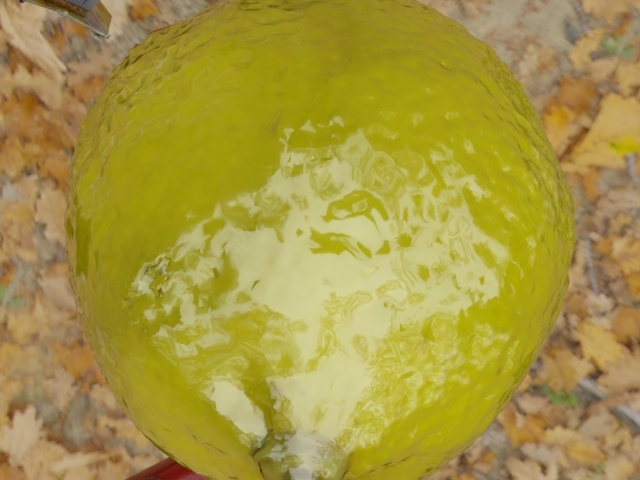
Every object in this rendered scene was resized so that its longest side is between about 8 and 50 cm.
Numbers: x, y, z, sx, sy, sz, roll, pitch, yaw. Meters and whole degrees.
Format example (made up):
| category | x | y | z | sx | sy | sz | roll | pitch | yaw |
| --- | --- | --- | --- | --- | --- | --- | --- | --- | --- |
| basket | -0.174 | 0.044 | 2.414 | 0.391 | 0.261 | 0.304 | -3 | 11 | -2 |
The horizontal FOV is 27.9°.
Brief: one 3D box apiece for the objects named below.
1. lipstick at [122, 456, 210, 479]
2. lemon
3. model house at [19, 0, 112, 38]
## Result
| category | x | y | z | sx | sy | sz | roll | pitch | yaw |
| --- | --- | --- | --- | --- | --- | --- | --- | --- | --- |
| lipstick | -0.145 | 0.225 | 1.052 | 0.279 | 0.073 | 0.073 | -26 | 117 | -29 |
| lemon | 0.000 | 0.000 | 0.679 | 0.268 | 0.322 | 0.268 | -8 | 130 | -9 |
| model house | -0.263 | -0.341 | 1.319 | 0.136 | 0.219 | 0.207 | -42 | 155 | 18 |
